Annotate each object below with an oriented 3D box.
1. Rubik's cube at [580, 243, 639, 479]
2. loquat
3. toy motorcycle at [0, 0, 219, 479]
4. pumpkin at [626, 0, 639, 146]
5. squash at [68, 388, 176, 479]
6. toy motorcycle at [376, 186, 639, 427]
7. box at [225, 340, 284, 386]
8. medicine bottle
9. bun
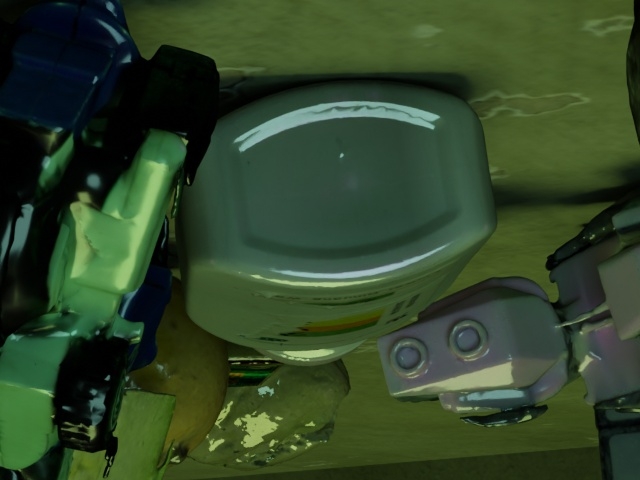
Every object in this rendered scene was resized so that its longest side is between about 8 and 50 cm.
[{"bbox_3d":[0.333,0.106,1.398,0.238,0.237,0.237,-8,167,24],"label":"Rubik's cube"},{"bbox_3d":[-0.152,0.102,1.402,0.172,0.204,0.149,1,139,23],"label":"loquat"},{"bbox_3d":[-0.123,0.014,0.912,0.125,0.196,0.331,14,148,1],"label":"toy motorcycle"},{"bbox_3d":[0.254,-0.049,0.673,0.317,0.139,0.222,9,155,-13],"label":"pumpkin"},{"bbox_3d":[-0.206,0.248,1.201,0.210,0.309,0.233,-6,170,15],"label":"squash"},{"bbox_3d":[0.187,0.036,1.217,0.327,0.143,0.188,-16,164,11],"label":"toy motorcycle"},{"bbox_3d":[-0.153,0.079,1.587,0.240,0.071,0.159,-1,167,-9],"label":"box"},{"bbox_3d":[0.000,0.000,1.102,0.161,0.111,0.296,-7,171,-7],"label":"medicine bottle"},{"bbox_3d":[-0.077,0.166,1.933,0.237,0.116,0.210,-9,168,35],"label":"bun"}]
